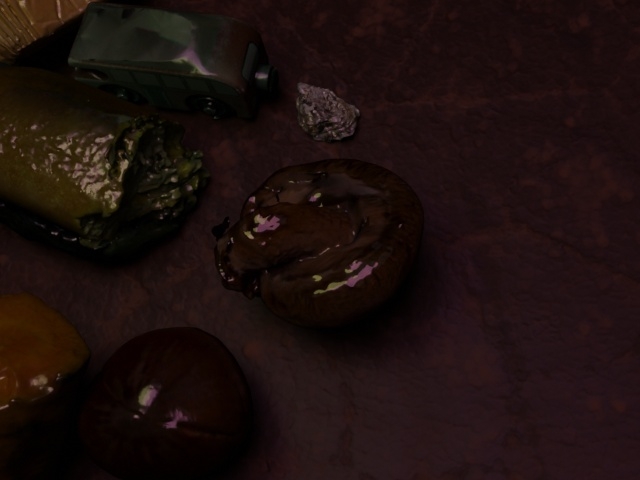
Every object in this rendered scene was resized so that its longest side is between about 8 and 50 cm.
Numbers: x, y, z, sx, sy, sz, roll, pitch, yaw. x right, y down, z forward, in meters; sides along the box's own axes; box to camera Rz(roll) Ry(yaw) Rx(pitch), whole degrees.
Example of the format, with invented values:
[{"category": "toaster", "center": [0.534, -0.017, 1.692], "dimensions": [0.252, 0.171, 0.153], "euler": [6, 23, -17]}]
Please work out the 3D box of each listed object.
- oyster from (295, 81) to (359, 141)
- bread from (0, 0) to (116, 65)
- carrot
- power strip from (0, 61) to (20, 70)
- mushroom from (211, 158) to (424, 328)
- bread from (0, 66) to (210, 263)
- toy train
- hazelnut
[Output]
[{"category": "oyster", "center": [0.009, -0.199, 1.744], "dimensions": [0.100, 0.037, 0.098], "euler": [-1, 67, 12]}, {"category": "bread", "center": [-0.423, -0.393, 1.837], "dimensions": [0.288, 0.152, 0.119], "euler": [-39, 98, -22]}, {"category": "carrot", "center": [-0.450, 0.236, 1.532], "dimensions": [0.241, 0.341, 0.241], "euler": [18, 34, -12]}, {"category": "power strip", "center": [-0.576, -0.235, 1.874], "dimensions": [0.091, 0.062, 0.385], "euler": [13, 69, 20]}, {"category": "mushroom", "center": [-0.007, 0.007, 1.570], "dimensions": [0.283, 0.195, 0.263], "euler": [-3, 57, -7]}, {"category": "bread", "center": [-0.385, -0.125, 1.716], "dimensions": [0.376, 0.208, 0.251], "euler": [23, 69, 24]}, {"category": "toy train", "center": [-0.228, -0.279, 1.767], "dimensions": [0.326, 0.159, 0.129], "euler": [9, 71, 14]}, {"category": "hazelnut", "center": [-0.210, 0.227, 1.511], "dimensions": [0.229, 0.229, 0.229], "euler": [-5, 66, 10]}]
